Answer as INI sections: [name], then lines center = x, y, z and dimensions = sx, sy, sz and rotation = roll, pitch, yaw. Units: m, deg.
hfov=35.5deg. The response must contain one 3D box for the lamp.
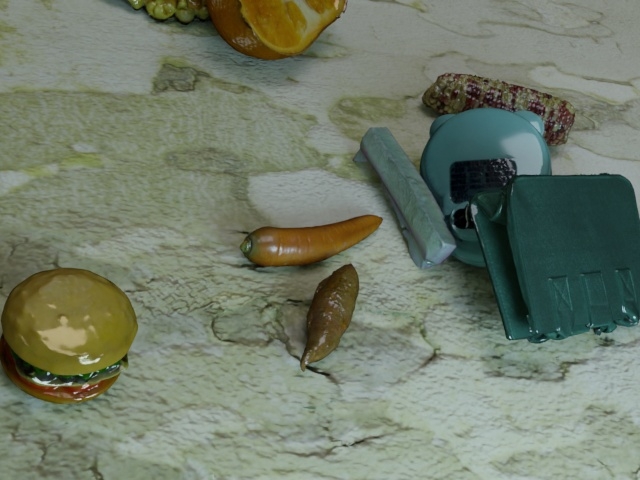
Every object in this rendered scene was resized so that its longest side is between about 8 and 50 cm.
[lamp]
center = 0.262, -0.089, 1.594
dimensions = 0.209, 0.147, 0.284
rotation = -3, 46, 14

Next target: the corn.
[corn]
center = 0.333, -0.248, 1.863
dimensions = 0.289, 0.098, 0.098
rotation = 14, 40, -4

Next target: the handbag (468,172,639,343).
[handbag]
center = 0.367, 0.024, 1.474
dimensions = 0.326, 0.089, 0.238
rotation = -2, 77, -41

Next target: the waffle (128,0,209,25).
[waffle]
center = -0.301, -0.512, 1.910
dimensions = 0.300, 0.058, 0.282
rotation = 21, 39, 1

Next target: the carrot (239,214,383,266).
[carrot]
center = 0.000, 0.000, 1.462
dimensions = 0.271, 0.066, 0.062
rotation = -8, 91, -35

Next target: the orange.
[orange]
center = -0.078, -0.469, 1.808
dimensions = 0.274, 0.274, 0.310
rotation = 41, 77, 22

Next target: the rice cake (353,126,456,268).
[rice cake]
center = 0.132, -0.071, 1.585
dimensions = 0.051, 0.081, 0.290
rotation = 12, 37, -39

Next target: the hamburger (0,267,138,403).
[hamburger]
center = -0.291, 0.109, 1.156
dimensions = 0.162, 0.115, 0.162
rotation = 12, 42, -12

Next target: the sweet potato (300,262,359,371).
[sweet potato]
center = 0.010, 0.103, 1.347
dimensions = 0.068, 0.060, 0.206
rotation = -8, 34, 24
